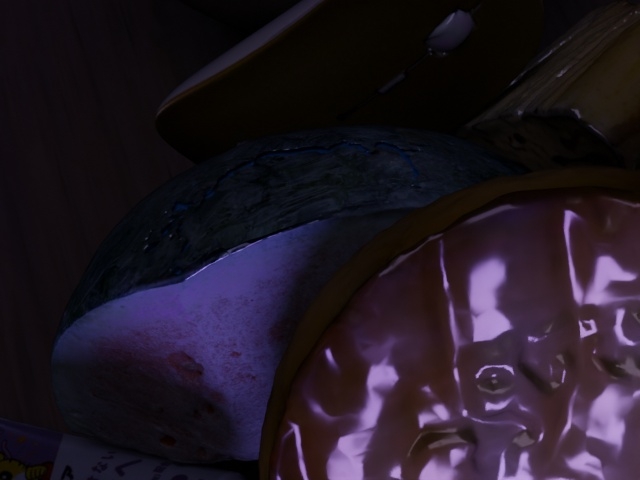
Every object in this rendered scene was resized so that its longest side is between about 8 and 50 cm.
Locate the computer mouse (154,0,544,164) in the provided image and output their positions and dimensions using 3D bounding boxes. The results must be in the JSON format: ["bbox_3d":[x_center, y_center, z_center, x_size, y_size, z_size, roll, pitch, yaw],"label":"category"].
[{"bbox_3d":[0.013,-0.093,0.853,0.245,0.126,0.056,-29,44,31],"label":"computer mouse"}]

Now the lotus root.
[{"bbox_3d":[0.161,-0.069,0.850,0.135,0.095,0.159,-43,20,-8],"label":"lotus root"}]

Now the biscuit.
[{"bbox_3d":[0.117,0.103,0.699,0.296,0.296,0.102,-26,19,6],"label":"biscuit"}]

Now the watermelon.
[{"bbox_3d":[-0.001,-0.004,0.801,0.322,0.188,0.175,-13,46,-3],"label":"watermelon"}]

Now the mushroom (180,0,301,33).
[{"bbox_3d":[0.006,-0.305,0.902,0.362,0.362,0.294,-27,17,6],"label":"mushroom"}]

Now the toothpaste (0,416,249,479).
[{"bbox_3d":[-0.135,0.160,0.858,0.299,0.073,0.114,3,71,25],"label":"toothpaste"}]
